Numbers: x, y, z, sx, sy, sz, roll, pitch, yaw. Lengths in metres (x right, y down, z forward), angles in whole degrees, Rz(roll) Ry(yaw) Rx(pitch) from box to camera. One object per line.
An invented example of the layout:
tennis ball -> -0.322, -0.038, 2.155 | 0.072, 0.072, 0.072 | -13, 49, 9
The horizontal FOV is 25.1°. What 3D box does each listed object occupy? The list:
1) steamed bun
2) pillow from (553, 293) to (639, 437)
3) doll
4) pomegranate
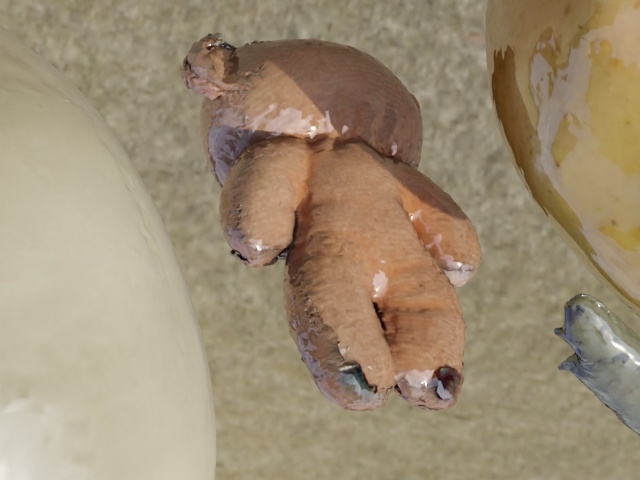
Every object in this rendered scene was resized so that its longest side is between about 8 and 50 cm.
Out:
steamed bun -> -0.169, 0.056, 0.552 | 0.206, 0.324, 0.324 | -13, 175, -39
pillow -> 0.319, 0.148, 1.485 | 0.241, 0.051, 0.093 | 41, 132, -17
doll -> 0.000, 0.000, 0.978 | 0.201, 0.303, 0.156 | 12, 140, -31
pomegranate -> 0.267, -0.102, 0.812 | 0.338, 0.338, 0.338 | 11, 155, 5
